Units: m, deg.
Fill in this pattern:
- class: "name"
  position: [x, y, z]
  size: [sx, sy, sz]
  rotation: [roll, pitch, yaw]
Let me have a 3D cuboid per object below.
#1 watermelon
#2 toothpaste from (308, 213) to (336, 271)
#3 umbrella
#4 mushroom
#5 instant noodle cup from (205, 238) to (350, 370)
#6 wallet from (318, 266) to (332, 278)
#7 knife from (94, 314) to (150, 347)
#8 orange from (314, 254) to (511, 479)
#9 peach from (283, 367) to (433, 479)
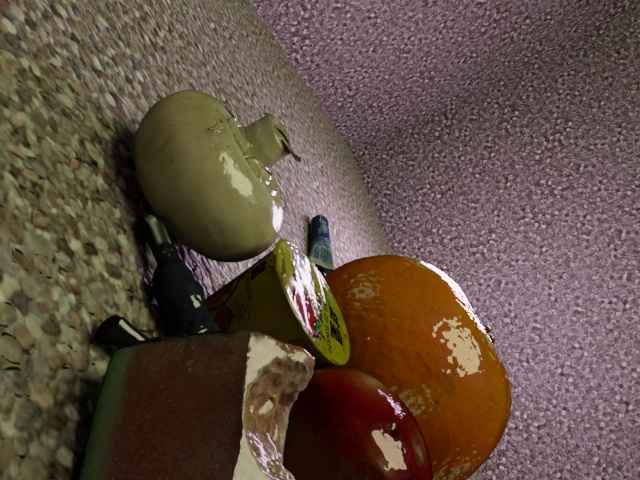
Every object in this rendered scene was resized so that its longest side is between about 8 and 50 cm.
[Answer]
- class: "watermelon"
  position: [-0.088, 0.178, 0.418]
  size: [0.148, 0.226, 0.318]
  rotation: [27, 18, -26]
- class: "toothpaste"
  position: [-0.001, -0.001, 1.492]
  size: [0.069, 0.047, 0.268]
  rotation: [51, 17, -25]
- class: "umbrella"
  position: [-0.161, 0.074, 0.653]
  size: [0.248, 0.071, 0.071]
  rotation: [64, 11, 15]
- class: "mushroom"
  position: [-0.130, -0.095, 0.785]
  size: [0.246, 0.202, 0.246]
  rotation: [59, 2, -2]
- class: "instant noodle cup"
  position: [-0.067, 0.109, 0.760]
  size: [0.182, 0.144, 0.182]
  rotation: [56, 15, -23]
- class: "wallet"
  position: [0.059, 0.162, 1.468]
  size: [0.244, 0.025, 0.124]
  rotation: [59, 12, -12]
- class: "knife"
  position: [-0.133, 0.160, 0.576]
  size: [0.230, 0.060, 0.028]
  rotation: [43, -12, -23]
- class: "orange"
  position: [0.146, 0.223, 1.004]
  size: [0.423, 0.326, 0.424]
  rotation: [60, 14, -26]
- class: "peach"
  position: [0.035, 0.271, 0.677]
  size: [0.243, 0.200, 0.243]
  rotation: [37, -41, 41]
